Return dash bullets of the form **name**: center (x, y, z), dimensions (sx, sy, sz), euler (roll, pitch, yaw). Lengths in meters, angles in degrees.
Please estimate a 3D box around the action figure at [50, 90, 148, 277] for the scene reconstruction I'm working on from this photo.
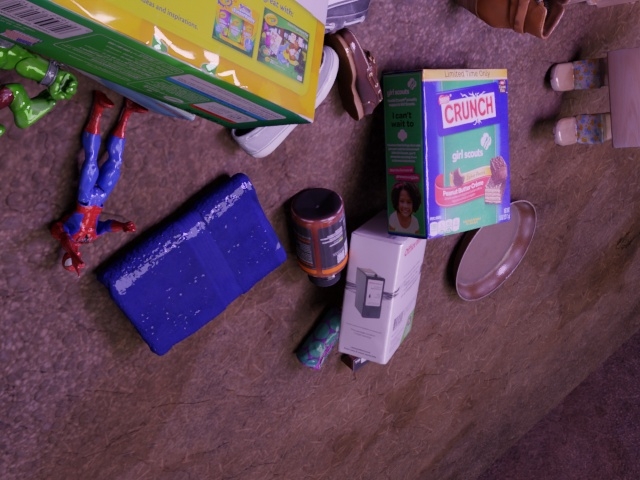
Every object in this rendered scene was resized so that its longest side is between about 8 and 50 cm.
- **action figure**: center (-0.315, -0.058, 1.140), dimensions (0.091, 0.139, 0.281), euler (2, 121, -47)

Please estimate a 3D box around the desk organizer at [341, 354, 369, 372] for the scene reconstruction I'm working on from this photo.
- **desk organizer**: center (0.114, 0.265, 1.928), dimensions (0.130, 0.050, 0.047), euler (-28, 138, -28)

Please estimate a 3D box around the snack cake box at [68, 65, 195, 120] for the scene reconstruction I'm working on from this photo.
- **snack cake box**: center (-0.256, -0.278, 1.017), dimensions (0.264, 0.089, 0.152), euler (26, 83, -53)

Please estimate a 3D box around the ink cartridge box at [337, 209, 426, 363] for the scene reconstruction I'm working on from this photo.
- **ink cartridge box**: center (0.135, 0.092, 1.662), dimensions (0.198, 0.114, 0.273), euler (-35, 136, -62)

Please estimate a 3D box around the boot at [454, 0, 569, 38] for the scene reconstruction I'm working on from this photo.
- **boot**: center (0.365, -0.517, 1.395), dimensions (0.109, 0.220, 0.284), euler (-4, 123, -45)

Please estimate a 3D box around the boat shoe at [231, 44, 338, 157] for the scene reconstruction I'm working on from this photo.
- **boat shoe**: center (-0.060, -0.240, 1.297), dimensions (0.227, 0.079, 0.081), euler (-50, 148, 3)

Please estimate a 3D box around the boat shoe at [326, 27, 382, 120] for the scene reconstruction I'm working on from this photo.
- **boat shoe**: center (0.065, -0.302, 1.383), dimensions (0.073, 0.073, 0.207), euler (-36, 151, -9)

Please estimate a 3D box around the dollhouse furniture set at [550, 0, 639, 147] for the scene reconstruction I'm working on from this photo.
- **dollhouse furniture set**: center (0.670, -0.400, 1.723), dimensions (0.256, 0.362, 0.395), euler (-15, 102, -40)

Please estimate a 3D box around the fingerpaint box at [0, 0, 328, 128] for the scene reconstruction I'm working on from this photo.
- **fingerpaint box**: center (-0.179, -0.366, 0.881), dimensions (0.444, 0.163, 0.372), euler (14, 81, -51)

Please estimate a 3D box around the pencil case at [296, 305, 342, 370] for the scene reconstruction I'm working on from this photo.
- **pencil case**: center (0.013, 0.221, 1.769), dimensions (0.152, 0.070, 0.064), euler (-55, 143, 3)

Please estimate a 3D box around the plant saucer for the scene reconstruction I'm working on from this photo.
- **plant saucer**: center (0.456, 0.020, 2.087), dimensions (0.310, 0.050, 0.311), euler (-27, 136, -30)

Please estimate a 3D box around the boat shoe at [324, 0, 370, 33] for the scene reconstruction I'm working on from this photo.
- **boat shoe**: center (-0.035, -0.350, 1.219), dimensions (0.301, 0.108, 0.102), euler (-30, 137, -37)

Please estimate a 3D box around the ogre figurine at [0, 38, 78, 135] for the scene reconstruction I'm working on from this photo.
- **ogre figurine**: center (-0.410, -0.184, 0.953), dimensions (0.196, 0.097, 0.118), euler (-10, 139, 18)

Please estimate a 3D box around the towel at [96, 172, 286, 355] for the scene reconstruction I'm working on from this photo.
- **towel**: center (-0.220, 0.040, 1.378), dimensions (0.308, 0.076, 0.228), euler (-38, 134, -16)

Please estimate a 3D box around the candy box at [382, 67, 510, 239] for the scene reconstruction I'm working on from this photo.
- **candy box**: center (0.255, -0.180, 1.553), dimensions (0.268, 0.122, 0.318), euler (-12, 101, -40)

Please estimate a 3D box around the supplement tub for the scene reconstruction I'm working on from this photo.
- **supplement tub**: center (0.000, 0.000, 1.540), dimensions (0.106, 0.106, 0.198), euler (-31, 139, -25)
